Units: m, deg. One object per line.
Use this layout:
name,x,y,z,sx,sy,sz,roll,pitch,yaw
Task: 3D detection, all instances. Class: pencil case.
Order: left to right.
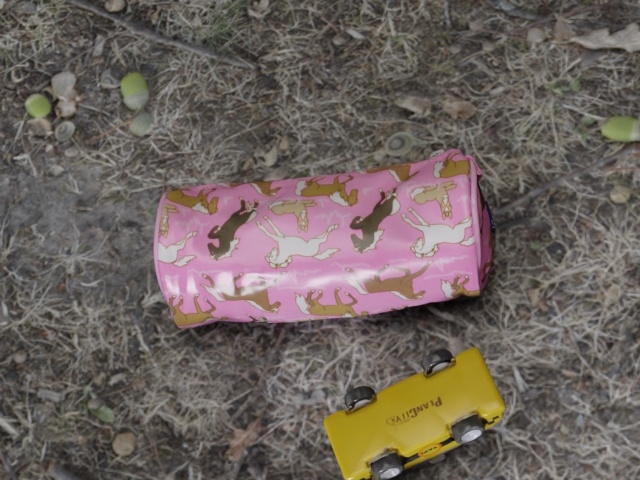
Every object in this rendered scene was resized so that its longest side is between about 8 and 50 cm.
pencil case,0.000,0.000,1.799,0.386,0.160,0.167,-8,28,11

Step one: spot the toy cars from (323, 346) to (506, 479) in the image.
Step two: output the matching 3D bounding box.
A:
toy cars,0.059,0.284,1.675,0.176,0.087,0.393,20,72,28
